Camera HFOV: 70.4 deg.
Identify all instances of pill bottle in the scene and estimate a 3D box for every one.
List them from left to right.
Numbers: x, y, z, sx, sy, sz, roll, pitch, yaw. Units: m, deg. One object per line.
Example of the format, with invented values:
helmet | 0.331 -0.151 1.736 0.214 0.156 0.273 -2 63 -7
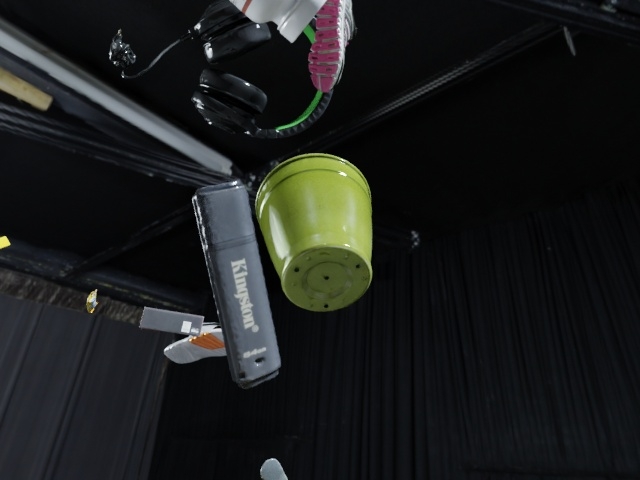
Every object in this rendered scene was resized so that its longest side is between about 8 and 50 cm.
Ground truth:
pill bottle | -0.090 -0.371 0.590 0.216 0.121 0.121 38 -38 -19

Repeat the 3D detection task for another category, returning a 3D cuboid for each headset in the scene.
headset | -0.172 -0.318 0.837 0.393 0.244 0.185 -1 14 -21

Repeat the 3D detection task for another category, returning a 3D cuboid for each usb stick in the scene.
usb stick | -0.109 0.059 0.610 0.077 0.279 0.045 -16 11 -36

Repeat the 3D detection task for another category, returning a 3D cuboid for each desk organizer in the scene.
desk organizer | -0.335 0.188 1.025 0.130 0.047 0.050 13 -22 -16

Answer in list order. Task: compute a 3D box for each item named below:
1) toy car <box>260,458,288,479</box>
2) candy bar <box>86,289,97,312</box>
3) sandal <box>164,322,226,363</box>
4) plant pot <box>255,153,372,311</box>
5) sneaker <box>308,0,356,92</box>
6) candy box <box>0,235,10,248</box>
toy car | -0.014 0.366 0.567 0.188 0.155 0.149 40 -44 -8
candy bar | -0.670 0.179 1.330 0.018 0.040 0.161 29 -30 -13
sandal | -0.313 0.263 1.226 0.265 0.076 0.102 -17 -52 25
plant pot | 0.000 0.000 1.295 0.365 0.353 0.367 -4 -51 -5
sneaker | 0.026 -0.338 0.767 0.063 0.171 0.074 12 16 30
candy box | -0.770 0.045 0.938 0.105 0.027 0.206 -16 12 20
